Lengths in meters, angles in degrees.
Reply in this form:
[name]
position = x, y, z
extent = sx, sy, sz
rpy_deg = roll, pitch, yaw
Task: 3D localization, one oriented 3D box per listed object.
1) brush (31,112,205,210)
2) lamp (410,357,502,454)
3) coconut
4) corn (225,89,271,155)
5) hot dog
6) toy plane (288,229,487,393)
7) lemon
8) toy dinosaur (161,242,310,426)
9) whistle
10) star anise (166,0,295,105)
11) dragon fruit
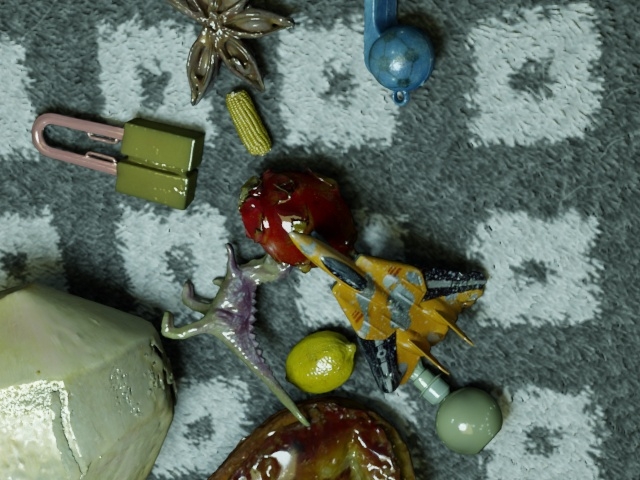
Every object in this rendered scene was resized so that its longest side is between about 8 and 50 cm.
[brush]
position = -0.277, -0.121, 1.616
extent = 0.233, 0.047, 0.103
rpy_deg = 15, 112, 8
[lamp]
position = 0.169, 0.213, 1.628
extent = 0.163, 0.091, 0.091
rpy_deg = 45, 113, 12
[coconut]
position = -0.364, 0.218, 1.619
extent = 0.352, 0.352, 0.353
rpy_deg = 4, 111, 11
[corn]
position = -0.094, -0.153, 1.569
extent = 0.037, 0.037, 0.092
rpy_deg = -18, 106, 18
[hot dog]
position = -0.035, 0.388, 1.680
extent = 0.267, 0.174, 0.387
rpy_deg = 41, 114, -2
[toy plane]
position = 0.060, 0.059, 1.514
extent = 0.316, 0.103, 0.204
rpy_deg = 36, 97, -31
[lemon]
position = 0.004, 0.164, 1.641
extent = 0.110, 0.082, 0.082
rpy_deg = -26, 103, 20
[toy dinosaur]
position = -0.107, 0.115, 1.617
extent = 0.199, 0.072, 0.251
rpy_deg = 1, 72, 13
[whistle]
position = 0.099, -0.241, 1.469
extent = 0.090, 0.090, 0.158
rpy_deg = 4, 110, 11
[star anise]
position = -0.119, -0.280, 1.518
extent = 0.171, 0.063, 0.208
rpy_deg = -21, 101, 14
[dragon fruit]
position = 0.000, 0.000, 1.569
extent = 0.125, 0.125, 0.246
rpy_deg = -27, 113, 37
